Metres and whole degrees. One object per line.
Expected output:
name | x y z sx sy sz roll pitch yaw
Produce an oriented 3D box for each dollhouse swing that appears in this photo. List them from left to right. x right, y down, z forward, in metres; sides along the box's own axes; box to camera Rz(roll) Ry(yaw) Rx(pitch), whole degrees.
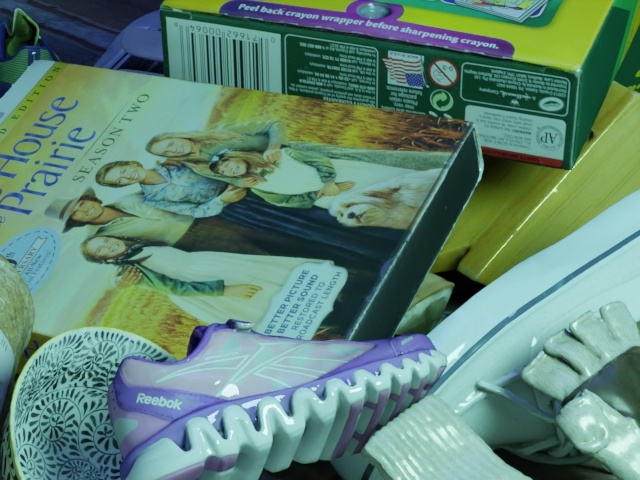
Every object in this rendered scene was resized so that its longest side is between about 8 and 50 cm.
dollhouse swing | 0.191 -0.042 1.666 0.315 0.305 0.347 -48 42 -10

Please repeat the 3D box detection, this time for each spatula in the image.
spatula | -0.108 -0.137 1.647 0.242 0.019 0.168 11 45 14

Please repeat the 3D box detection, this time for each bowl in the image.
bowl | -0.142 0.147 1.067 0.080 0.170 0.170 -34 -5 38

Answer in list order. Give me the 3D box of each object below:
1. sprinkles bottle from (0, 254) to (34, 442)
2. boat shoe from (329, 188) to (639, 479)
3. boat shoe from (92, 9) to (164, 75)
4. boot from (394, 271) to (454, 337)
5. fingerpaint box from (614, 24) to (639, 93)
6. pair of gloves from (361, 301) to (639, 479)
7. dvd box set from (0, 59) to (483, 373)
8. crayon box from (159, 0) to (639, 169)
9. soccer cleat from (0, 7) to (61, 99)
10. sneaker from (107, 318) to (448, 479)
sprinkles bottle | -0.260 0.124 1.058 0.121 0.121 0.355 4 25 -4
boat shoe | 0.180 0.103 1.221 0.367 0.136 0.156 -30 67 -33
boat shoe | -0.185 -0.138 1.775 0.119 0.121 0.335 20 37 16
boot | 0.000 0.000 1.405 0.269 0.089 0.236 26 61 34
fingerpaint box | 0.150 -0.324 1.875 0.445 0.163 0.371 36 3 24
pair of gloves | 0.167 0.153 1.059 0.240 0.042 0.204 -23 65 -33
dvd box set | -0.121 -0.010 1.326 0.420 0.062 0.307 11 46 25
crayon box | 0.087 -0.208 1.503 0.363 0.106 0.313 11 35 17
soccer cleat | -0.331 -0.207 1.872 0.093 0.121 0.289 -3 23 -18
sneaker | -0.032 0.089 1.057 0.236 0.095 0.104 -16 59 -28
